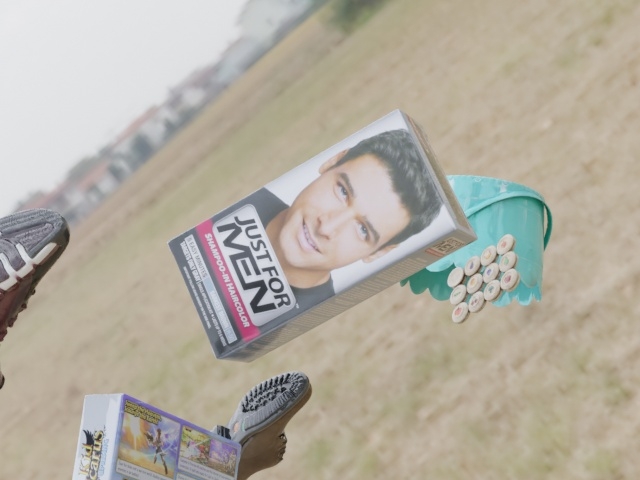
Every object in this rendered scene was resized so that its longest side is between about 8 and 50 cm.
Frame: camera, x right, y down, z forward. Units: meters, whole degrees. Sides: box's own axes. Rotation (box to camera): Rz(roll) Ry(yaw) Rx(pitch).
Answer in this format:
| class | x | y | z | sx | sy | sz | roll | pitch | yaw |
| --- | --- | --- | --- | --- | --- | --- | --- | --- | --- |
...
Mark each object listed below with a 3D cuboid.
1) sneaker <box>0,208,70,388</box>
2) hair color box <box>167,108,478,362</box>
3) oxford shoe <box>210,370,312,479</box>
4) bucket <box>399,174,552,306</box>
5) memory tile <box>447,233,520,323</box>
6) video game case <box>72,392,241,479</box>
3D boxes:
| class | x | y | z | sx | sy | sz | roll | pitch | yaw |
| --- | --- | --- | --- | --- | --- | --- | --- | --- | --- |
| sneaker | -0.384 | 0.094 | 1.658 | 0.281 | 0.162 | 0.106 | -37 | 43 | -8 |
| hair color box | 0.000 | 0.000 | 1.930 | 0.374 | 0.185 | 0.113 | -29 | -17 | 15 |
| oxford shoe | -0.078 | 0.271 | 2.054 | 0.227 | 0.096 | 0.083 | -44 | 31 | 26 |
| bucket | 0.279 | 0.003 | 2.574 | 0.281 | 0.281 | 0.183 | 156 | 124 | -67 |
| memory tile | 0.260 | 0.061 | 2.291 | 0.148 | 0.012 | 0.113 | -38 | 36 | 35 |
| video game case | -0.201 | 0.335 | 1.724 | 0.061 | 0.269 | 0.244 | -5 | 67 | 29 |
